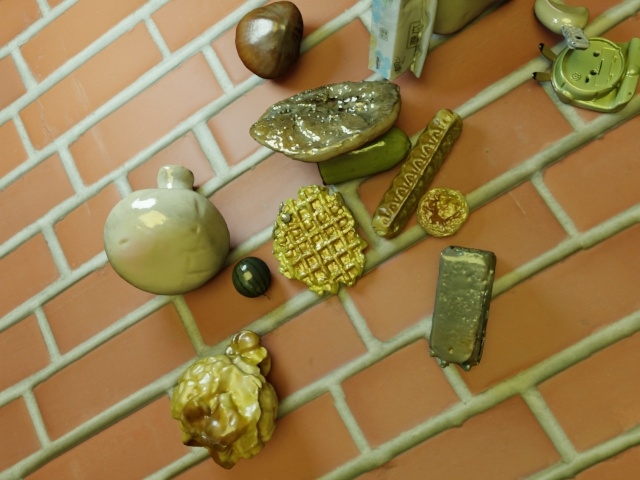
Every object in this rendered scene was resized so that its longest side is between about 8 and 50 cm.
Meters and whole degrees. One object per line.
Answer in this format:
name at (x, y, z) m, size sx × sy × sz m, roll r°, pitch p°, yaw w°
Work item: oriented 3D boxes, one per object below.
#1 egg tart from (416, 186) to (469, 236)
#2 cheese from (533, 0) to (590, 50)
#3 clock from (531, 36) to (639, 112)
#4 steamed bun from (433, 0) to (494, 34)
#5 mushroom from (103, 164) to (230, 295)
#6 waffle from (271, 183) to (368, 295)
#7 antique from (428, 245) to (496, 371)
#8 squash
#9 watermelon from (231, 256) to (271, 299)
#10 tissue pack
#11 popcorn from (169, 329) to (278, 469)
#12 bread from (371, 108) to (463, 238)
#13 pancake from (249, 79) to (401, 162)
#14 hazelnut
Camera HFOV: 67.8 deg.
egg tart at (0.305, -0.069, 1.191) m, size 0.130 × 0.052 × 0.131 m, roll -1°, pitch 87°, yaw 11°
cheese at (0.589, -0.514, 1.136) m, size 0.127 × 0.050 × 0.235 m, roll 10°, pitch 47°, yaw 2°
clock at (0.635, -0.409, 1.147) m, size 0.231 × 0.069 × 0.170 m, roll 14°, pitch 86°, yaw 16°
steamed bun at (0.340, -0.730, 1.188) m, size 0.324 × 0.219 × 0.310 m, roll -26°, pitch 76°, yaw 9°
mushroom at (-0.387, -0.029, 1.243) m, size 0.314 × 0.315 × 0.357 m, roll 12°, pitch 88°, yaw 15°
waffle at (0.000, 0.000, 1.251) m, size 0.262 × 0.060 × 0.281 m, roll 18°, pitch 95°, yaw 8°
antique at (0.332, 0.159, 1.125) m, size 0.125 × 0.150 × 0.285 m, roll 8°, pitch 93°, yaw 19°
squash at (0.110, -0.230, 1.228) m, size 0.246 × 0.132 × 0.133 m, roll -12°, pitch 80°, yaw 10°
watermelon at (-0.177, 0.108, 1.271) m, size 0.105 × 0.105 × 0.133 m, roll -32°, pitch 99°, yaw 8°
tissue pack at (0.219, -0.523, 1.151) m, size 0.159 × 0.230 × 0.145 m, roll -36°, pitch 59°, yaw -27°
popcorn at (-0.233, 0.388, 1.195) m, size 0.264 × 0.225 × 0.333 m, roll 5°, pitch 62°, yaw 3°
bread at (0.244, -0.167, 1.210) m, size 0.368 × 0.084 × 0.077 m, roll -59°, pitch 34°, yaw 3°
pancake at (0.015, -0.306, 1.188) m, size 0.386 × 0.082 × 0.387 m, roll -10°, pitch 36°, yaw 7°
hazelnut at (-0.141, -0.555, 1.302) m, size 0.186 × 0.210 × 0.210 m, roll 23°, pitch 89°, yaw 12°
